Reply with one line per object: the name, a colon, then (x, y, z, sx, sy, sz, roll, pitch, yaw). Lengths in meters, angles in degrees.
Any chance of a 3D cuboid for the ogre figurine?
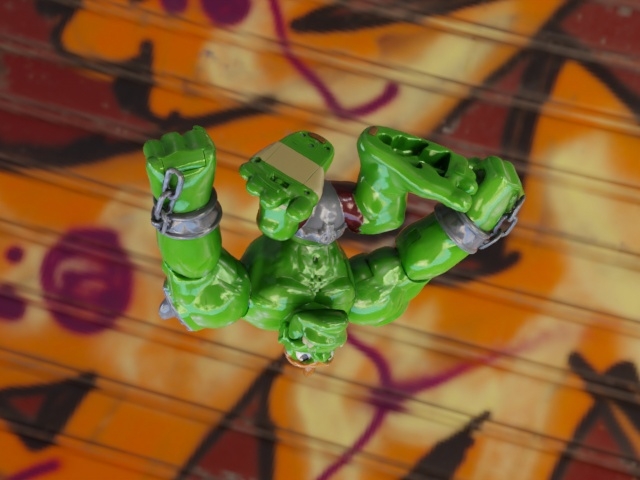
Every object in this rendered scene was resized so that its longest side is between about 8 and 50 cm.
ogre figurine: (0.000, 0.000, 0.613, 0.197, 0.118, 0.097, -16, -126, -39)
